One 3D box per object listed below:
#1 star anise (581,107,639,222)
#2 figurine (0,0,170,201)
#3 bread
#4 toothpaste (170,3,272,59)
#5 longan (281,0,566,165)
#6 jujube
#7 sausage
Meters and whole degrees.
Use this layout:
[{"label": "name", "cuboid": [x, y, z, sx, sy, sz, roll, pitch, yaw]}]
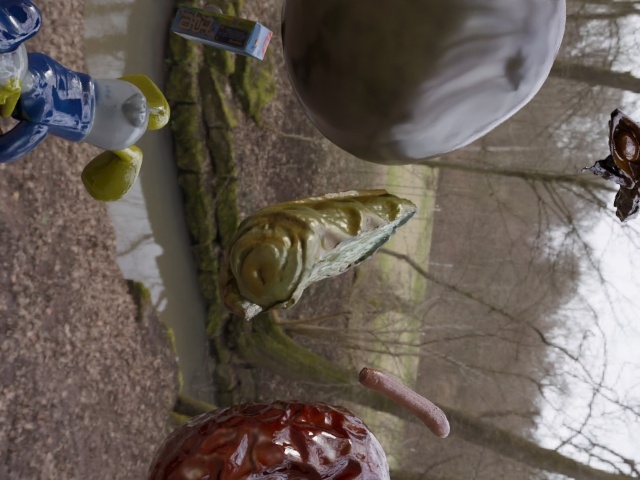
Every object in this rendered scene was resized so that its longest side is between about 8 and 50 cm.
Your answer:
[{"label": "star anise", "cuboid": [0.391, -0.096, 0.663, 0.212, 0.157, 0.053, 34, 34, -41]}, {"label": "figurine", "cuboid": [-0.353, -0.191, 0.693, 0.338, 0.284, 0.204, 111, -20, -76]}, {"label": "bread", "cuboid": [0.000, 0.000, 0.546, 0.232, 0.128, 0.087, -23, 80, -51]}, {"label": "toothpaste", "cuboid": [-0.162, -0.354, 0.951, 0.044, 0.194, 0.070, 13, 101, -56]}, {"label": "longan", "cuboid": [0.128, -0.270, 0.757, 0.361, 0.362, 0.360, 6, 90, -81]}, {"label": "jujube", "cuboid": [-0.051, 0.254, 0.570, 0.213, 0.233, 0.212, -179, -90, -86]}, {"label": "sausage", "cuboid": [0.148, 0.276, 0.999, 0.043, 0.186, 0.043, -55, -177, 4]}]
